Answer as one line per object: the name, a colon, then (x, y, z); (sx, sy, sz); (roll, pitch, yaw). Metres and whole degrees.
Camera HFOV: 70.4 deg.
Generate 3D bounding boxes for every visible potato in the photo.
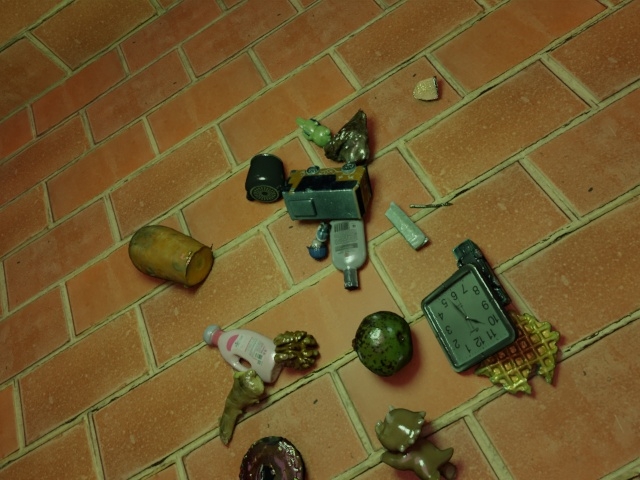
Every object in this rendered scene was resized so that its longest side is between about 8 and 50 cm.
potato: (0.439, -0.629, 1.900); (0.103, 0.066, 0.097); (-4, 92, 12)

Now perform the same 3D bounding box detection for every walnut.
walnut: (-0.083, 0.390, 1.617); (0.170, 0.069, 0.143); (3, 67, -22)

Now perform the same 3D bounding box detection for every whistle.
whistle: (-0.028, -0.480, 1.989); (0.085, 0.105, 0.227); (-30, 54, -30)

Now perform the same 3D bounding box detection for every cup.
cup: (-0.250, -0.259, 1.945); (0.223, 0.169, 0.177); (-27, 53, 42)

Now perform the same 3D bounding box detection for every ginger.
ginger: (-0.289, 0.589, 1.620); (0.131, 0.086, 0.295); (26, 98, 18)

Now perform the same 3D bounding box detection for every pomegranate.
pomegranate: (0.193, 0.346, 1.532); (0.247, 0.214, 0.215); (-21, 56, 52)

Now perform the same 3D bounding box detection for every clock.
clock: (0.470, 0.248, 1.461); (0.273, 0.049, 0.279); (-51, 52, 42)

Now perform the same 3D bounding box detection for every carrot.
carrot: (-0.632, 0.063, 1.903); (0.340, 0.224, 0.224); (18, 75, 19)

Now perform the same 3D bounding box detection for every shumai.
shumai: (0.144, -0.390, 1.876); (0.185, 0.184, 0.218); (44, 72, -6)

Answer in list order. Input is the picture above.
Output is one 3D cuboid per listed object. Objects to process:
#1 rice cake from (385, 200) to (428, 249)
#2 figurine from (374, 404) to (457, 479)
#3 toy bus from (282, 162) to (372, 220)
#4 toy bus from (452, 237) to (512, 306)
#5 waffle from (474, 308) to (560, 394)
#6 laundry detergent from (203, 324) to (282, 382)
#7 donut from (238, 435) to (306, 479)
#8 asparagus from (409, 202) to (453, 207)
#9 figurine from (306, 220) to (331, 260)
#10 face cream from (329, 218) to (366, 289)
rice cake: (0.319, -0.052, 1.706); (0.069, 0.063, 0.206); (-42, 60, 6)
figurine: (0.291, 0.607, 1.379); (0.247, 0.177, 0.173); (19, 94, 36)
toy bus: (0.024, -0.185, 1.776); (0.322, 0.162, 0.194); (-1, 41, 20)
toy bus: (0.538, 0.117, 1.515); (0.091, 0.109, 0.262); (-40, 50, 27)
waffle: (0.618, 0.351, 1.442); (0.249, 0.056, 0.262); (15, 75, 24)
laundry detergent: (-0.296, 0.411, 1.713); (0.334, 0.088, 0.159); (17, 81, 25)
donut: (-0.156, 0.770, 1.510); (0.230, 0.096, 0.216); (-24, 60, 8)
asparagus: (0.422, -0.134, 1.731); (0.162, 0.016, 0.016); (-3, 49, 19)
figurine: (0.000, 0.000, 1.773); (0.087, 0.086, 0.149); (24, 101, 7)
face cream: (0.109, 0.043, 1.733); (0.143, 0.071, 0.292); (-13, 64, 17)
